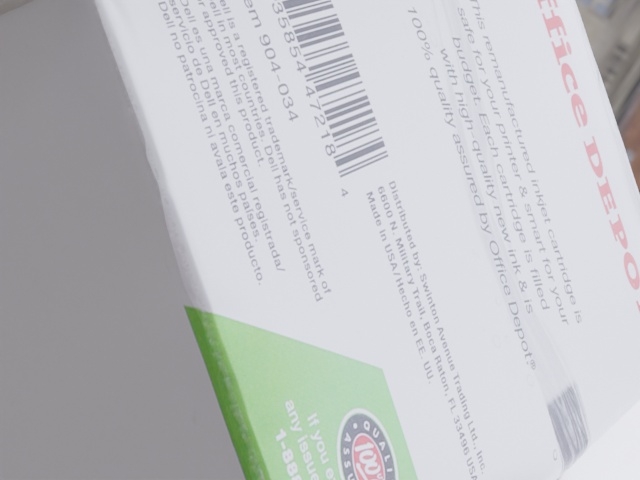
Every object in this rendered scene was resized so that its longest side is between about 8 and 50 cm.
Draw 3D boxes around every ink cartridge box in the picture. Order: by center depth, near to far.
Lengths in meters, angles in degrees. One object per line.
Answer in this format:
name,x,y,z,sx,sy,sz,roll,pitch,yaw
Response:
ink cartridge box,0.000,0.000,0.528,0.115,0.198,0.273,-15,-174,34
